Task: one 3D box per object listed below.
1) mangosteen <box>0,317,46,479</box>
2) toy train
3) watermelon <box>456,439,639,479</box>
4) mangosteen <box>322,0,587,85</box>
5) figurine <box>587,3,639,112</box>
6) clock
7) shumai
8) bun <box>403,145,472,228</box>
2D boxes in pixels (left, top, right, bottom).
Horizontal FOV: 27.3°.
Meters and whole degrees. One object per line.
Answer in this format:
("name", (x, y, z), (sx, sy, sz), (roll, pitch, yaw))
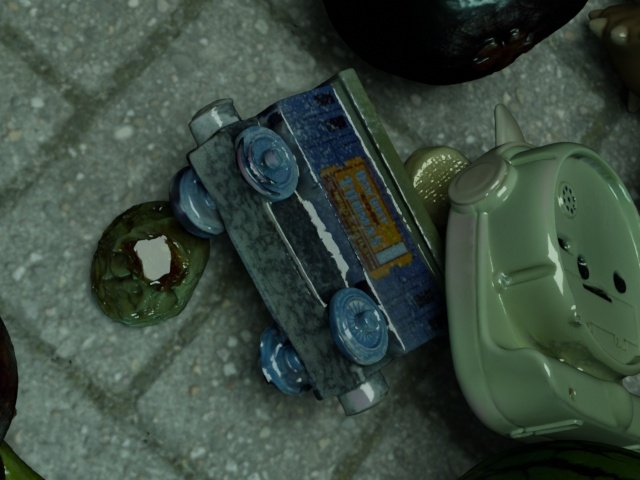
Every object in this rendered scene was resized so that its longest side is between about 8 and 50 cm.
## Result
("mangosteen", (-0.327, 0.138, 1.034), (0.231, 0.231, 0.289), (-60, 142, -21))
("toy train", (0.000, 0.000, 1.187), (0.202, 0.131, 0.299), (-26, 88, -49))
("watermelon", (0.223, 0.336, 1.101), (0.363, 0.363, 0.363), (4, 77, -19))
("mangosteen", (0.114, -0.303, 1.244), (0.275, 0.275, 0.302), (-12, 70, -22))
("figurine", (0.366, -0.247, 1.359), (0.173, 0.177, 0.247), (-30, 134, -23))
("clock", (0.222, 0.032, 1.226), (0.265, 0.109, 0.324), (23, 58, -47))
("shumai", (-0.146, 0.013, 1.170), (0.099, 0.087, 0.123), (28, 69, -11))
("bun", (0.113, -0.053, 1.298), (0.086, 0.055, 0.086), (-1, 93, -19))
